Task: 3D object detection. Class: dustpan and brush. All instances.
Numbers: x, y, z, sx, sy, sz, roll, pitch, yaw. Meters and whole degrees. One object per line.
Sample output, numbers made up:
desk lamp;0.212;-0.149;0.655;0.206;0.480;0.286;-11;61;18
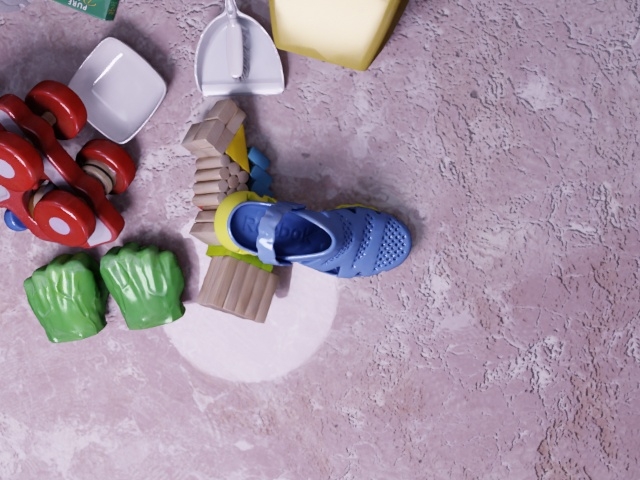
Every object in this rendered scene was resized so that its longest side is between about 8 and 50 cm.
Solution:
dustpan and brush;-0.136;-0.334;1.604;0.147;0.060;0.211;0;102;11

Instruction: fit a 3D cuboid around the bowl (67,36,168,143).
bowl;-0.327;-0.247;1.663;0.142;0.053;0.142;43;106;1

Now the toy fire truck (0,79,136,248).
toy fire truck;-0.471;-0.106;1.659;0.254;0.169;0.302;-12;127;39

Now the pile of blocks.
pile of blocks;-0.148;-0.045;1.659;0.113;0.149;0.362;1;94;54

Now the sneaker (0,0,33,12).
sneaker;-0.482;-0.506;1.634;0.115;0.105;0.281;41;114;36

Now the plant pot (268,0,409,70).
plant pot;0.031;-0.371;1.500;0.212;0.212;0.187;17;117;7

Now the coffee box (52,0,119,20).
coffee box;-0.365;-0.459;1.632;0.113;0.040;0.184;20;104;7

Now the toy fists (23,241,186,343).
toy fists;-0.365;0.078;1.717;0.279;0.096;0.142;-10;114;13

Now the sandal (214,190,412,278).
sandal;0.000;0.000;1.568;0.317;0.138;0.126;4;97;-19
